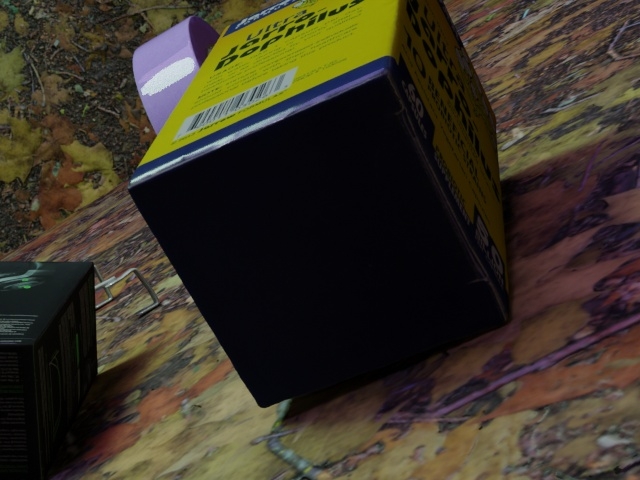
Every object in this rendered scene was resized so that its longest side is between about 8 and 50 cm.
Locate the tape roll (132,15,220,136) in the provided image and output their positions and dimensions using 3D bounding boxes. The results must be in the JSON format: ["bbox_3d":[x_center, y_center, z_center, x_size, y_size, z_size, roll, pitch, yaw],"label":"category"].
[{"bbox_3d":[-0.139,-0.160,1.530,0.090,0.275,0.275,-28,13,12],"label":"tape roll"}]

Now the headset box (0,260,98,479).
[{"bbox_3d":[-0.355,0.109,1.082,0.246,0.131,0.283,0,15,-1],"label":"headset box"}]

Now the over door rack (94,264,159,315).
[{"bbox_3d":[-0.393,0.078,1.404,0.324,0.108,0.239,-17,7,-23],"label":"over door rack"}]

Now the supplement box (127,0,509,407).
[{"bbox_3d":[0.019,-0.071,0.887,0.195,0.194,0.356,-22,23,17],"label":"supplement box"}]
